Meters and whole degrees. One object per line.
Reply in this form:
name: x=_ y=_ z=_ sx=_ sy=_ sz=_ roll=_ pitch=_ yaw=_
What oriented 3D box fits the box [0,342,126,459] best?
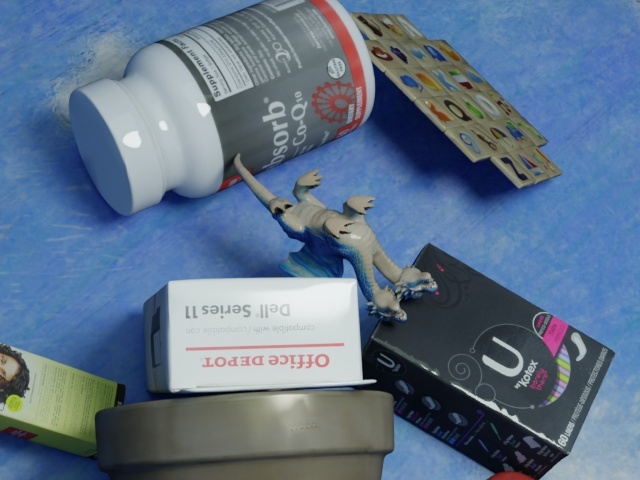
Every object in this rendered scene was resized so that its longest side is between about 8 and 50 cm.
box: x=-0.334 y=0.173 z=1.323 sx=0.232 sy=0.058 sz=0.087 roll=24 pitch=54 yaw=-33

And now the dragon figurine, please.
dragon figurine: x=0.000 y=0.000 z=1.403 sx=0.289 sy=0.144 sz=0.085 roll=22 pitch=52 yaw=27

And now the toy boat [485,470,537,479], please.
toy boat: x=0.280 y=0.353 z=1.370 sx=0.231 sy=0.151 sz=0.151 roll=25 pitch=58 yaw=1

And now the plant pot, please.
plant pot: x=-0.070 y=0.311 z=1.246 sx=0.323 sy=0.323 sz=0.280 roll=-2 pitch=77 yaw=-14

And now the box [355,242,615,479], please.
box: x=0.196 y=0.157 z=1.467 sx=0.270 sy=0.143 sz=0.165 roll=30 pitch=58 yaw=5

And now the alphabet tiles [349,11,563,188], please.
alphabet tiles: x=0.191 y=-0.203 z=1.658 sx=0.342 sy=0.011 sz=0.285 roll=47 pitch=28 yaw=14

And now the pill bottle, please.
pill bottle: x=-0.127 y=-0.179 z=1.543 sx=0.363 sy=0.210 sz=0.210 roll=-26 pitch=70 yaw=-24

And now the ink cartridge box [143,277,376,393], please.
ink cartridge box: x=-0.078 y=0.107 z=1.298 sx=0.207 sy=0.353 sz=0.119 roll=-1 pitch=83 yaw=-14
